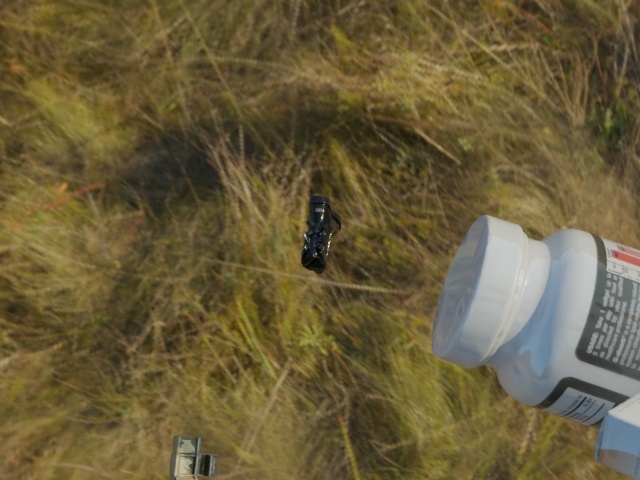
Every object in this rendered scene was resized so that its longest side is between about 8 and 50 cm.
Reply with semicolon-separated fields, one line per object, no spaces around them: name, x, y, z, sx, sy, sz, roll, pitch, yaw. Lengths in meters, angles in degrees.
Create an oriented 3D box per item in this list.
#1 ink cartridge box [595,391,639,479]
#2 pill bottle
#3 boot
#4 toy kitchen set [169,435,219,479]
ink cartridge box;0.298;0.144;0.698;0.179;0.145;0.045;24;115;37
pill bottle;0.326;0.108;1.186;0.363;0.210;0.210;20;76;-4
boot;0.001;0.000;1.515;0.045;0.121;0.099;1;68;10
toy kitchen set;-0.152;0.302;1.370;0.075;0.068;0.083;-8;75;58
